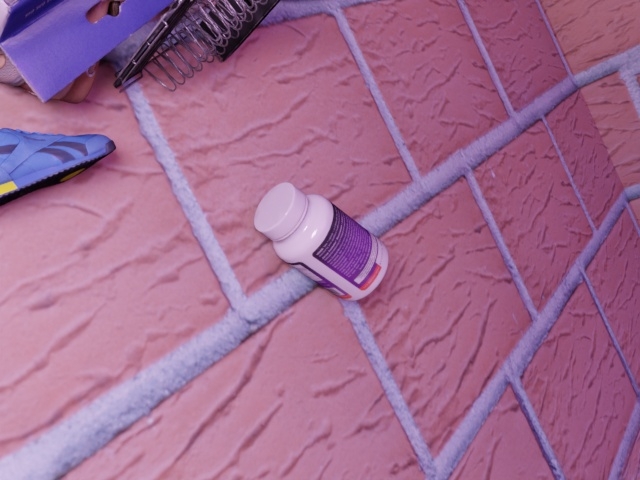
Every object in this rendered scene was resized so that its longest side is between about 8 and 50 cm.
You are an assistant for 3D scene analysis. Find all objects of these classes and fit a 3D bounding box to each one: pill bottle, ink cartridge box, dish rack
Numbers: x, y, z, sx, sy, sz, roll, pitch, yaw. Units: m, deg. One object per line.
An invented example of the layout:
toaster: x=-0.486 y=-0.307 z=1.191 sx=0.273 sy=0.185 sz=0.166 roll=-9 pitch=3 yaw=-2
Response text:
pill bottle: x=0.000 y=0.000 z=1.064 sx=0.193 sy=0.108 sz=0.108 roll=36 pitch=48 yaw=-35
ink cartridge box: x=-0.275 y=-0.352 z=0.755 sx=0.307 sy=0.072 sz=0.304 roll=53 pitch=46 yaw=-23
dish rack: x=-0.145 y=-0.280 z=0.956 sx=0.074 sy=0.208 sz=0.271 roll=45 pitch=43 yaw=-9

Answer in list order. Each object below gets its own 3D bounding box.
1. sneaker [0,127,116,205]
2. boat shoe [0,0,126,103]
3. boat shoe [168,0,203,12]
sneaker: x=-0.307 y=-0.093 z=0.779 sx=0.209 sy=0.069 sz=0.082 roll=-34 pitch=96 yaw=-51
boat shoe: x=-0.291 y=-0.302 z=0.866 sx=0.116 sy=0.123 sz=0.324 roll=29 pitch=62 yaw=-43
boat shoe: x=-0.234 y=-0.471 z=1.012 sx=0.118 sy=0.103 sz=0.320 roll=-22 pitch=90 yaw=-52
